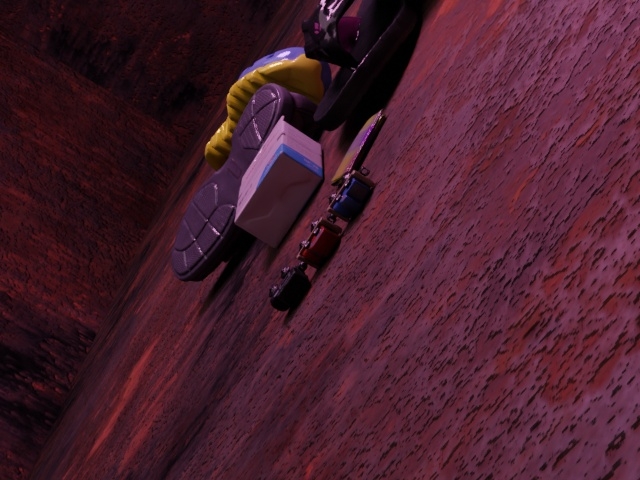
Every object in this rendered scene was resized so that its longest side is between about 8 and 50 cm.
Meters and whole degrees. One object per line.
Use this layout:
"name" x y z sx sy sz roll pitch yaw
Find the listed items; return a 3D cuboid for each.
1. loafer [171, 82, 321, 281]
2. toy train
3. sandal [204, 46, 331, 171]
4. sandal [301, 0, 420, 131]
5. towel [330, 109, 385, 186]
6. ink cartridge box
"loafer" -0.093 -0.063 1.686 0.302 0.095 0.109 -59 40 21
"toy train" 0.000 0.000 1.184 0.158 0.027 0.036 -57 14 11
"sandal" -0.068 -0.196 1.808 0.138 0.126 0.317 -60 11 -29
"sandal" 0.044 -0.274 1.534 0.167 0.107 0.446 -50 12 34
"towel" 0.039 -0.094 1.317 0.083 0.009 0.060 -61 10 -17
"ink cartridge box" -0.048 -0.074 1.519 0.104 0.060 0.180 -56 11 16
